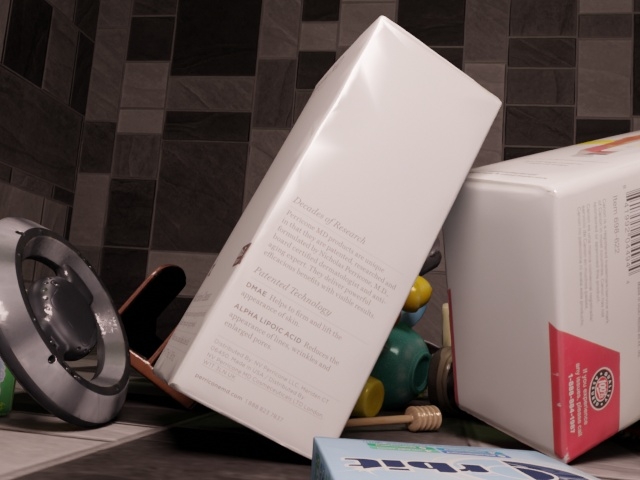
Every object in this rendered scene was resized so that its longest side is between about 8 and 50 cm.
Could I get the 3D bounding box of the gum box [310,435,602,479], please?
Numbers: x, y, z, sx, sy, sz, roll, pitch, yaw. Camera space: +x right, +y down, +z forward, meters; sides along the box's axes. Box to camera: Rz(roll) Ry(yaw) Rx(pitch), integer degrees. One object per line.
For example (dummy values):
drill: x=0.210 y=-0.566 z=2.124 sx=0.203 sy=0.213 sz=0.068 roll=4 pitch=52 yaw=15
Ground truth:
gum box: x=0.079 y=0.145 z=0.359 sx=0.157 sy=0.041 sz=0.184 roll=5 pitch=-9 yaw=-5

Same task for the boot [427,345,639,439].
boot: x=0.381 y=0.210 z=1.006 sx=0.378 sy=0.138 sz=0.284 roll=7 pitch=-8 yaw=-41

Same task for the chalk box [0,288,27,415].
chalk box: x=-0.388 y=0.105 z=0.663 sx=0.132 sy=0.132 sz=0.213 roll=-2 pitch=-9 yaw=35

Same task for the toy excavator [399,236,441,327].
toy excavator: x=0.023 y=0.148 z=1.255 sx=0.222 sy=0.444 sz=0.433 roll=-26 pitch=31 yaw=-28

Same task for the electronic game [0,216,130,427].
electronic game: x=-0.264 y=0.080 z=0.671 sx=0.048 sy=0.229 sz=0.229 roll=-27 pitch=-12 yaw=4

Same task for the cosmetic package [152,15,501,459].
cosmetic package: x=0.000 y=0.000 z=0.667 sx=0.156 sy=0.384 sz=0.217 roll=30 pitch=-16 yaw=-13

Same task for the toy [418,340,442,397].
toy: x=0.160 y=0.252 z=1.204 sx=0.137 sy=0.056 sz=0.237 roll=25 pitch=-37 yaw=-25

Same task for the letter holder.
letter holder: x=-0.171 y=0.103 z=0.980 sx=0.152 sy=0.214 sz=0.302 roll=38 pitch=-9 yaw=0

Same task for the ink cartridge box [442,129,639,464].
ink cartridge box: x=0.338 y=0.031 z=0.754 sx=0.385 sy=0.279 sz=0.160 roll=-15 pitch=15 yaw=-29

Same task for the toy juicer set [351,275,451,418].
toy juicer set: x=0.125 y=0.156 z=1.011 sx=0.090 sy=0.209 sz=0.329 roll=9 pitch=-3 yaw=36

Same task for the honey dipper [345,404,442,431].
honey dipper: x=0.072 y=0.209 z=0.765 sx=0.161 sy=0.030 sz=0.030 roll=6 pitch=-8 yaw=-34
